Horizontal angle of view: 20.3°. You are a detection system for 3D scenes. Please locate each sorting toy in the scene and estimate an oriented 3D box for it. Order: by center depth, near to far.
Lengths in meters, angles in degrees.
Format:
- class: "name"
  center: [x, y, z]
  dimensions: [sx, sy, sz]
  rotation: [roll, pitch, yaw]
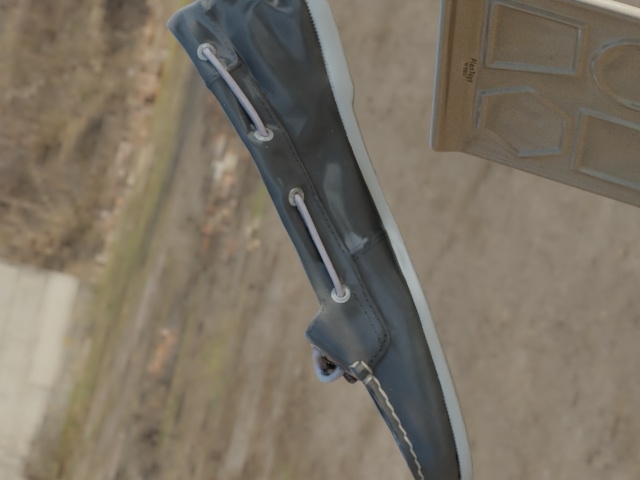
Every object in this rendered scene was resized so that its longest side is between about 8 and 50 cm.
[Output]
- class: "sorting toy"
  center: [0.184, -0.105, 1.244]
  dimensions: [0.193, 0.208, 0.038]
  rotation: [90, -162, -54]

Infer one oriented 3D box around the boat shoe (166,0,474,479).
- class: "boat shoe"
  center: [0.000, 0.000, 1.072]
  dimensions: [0.112, 0.095, 0.335]
  rotation: [104, 148, -84]
